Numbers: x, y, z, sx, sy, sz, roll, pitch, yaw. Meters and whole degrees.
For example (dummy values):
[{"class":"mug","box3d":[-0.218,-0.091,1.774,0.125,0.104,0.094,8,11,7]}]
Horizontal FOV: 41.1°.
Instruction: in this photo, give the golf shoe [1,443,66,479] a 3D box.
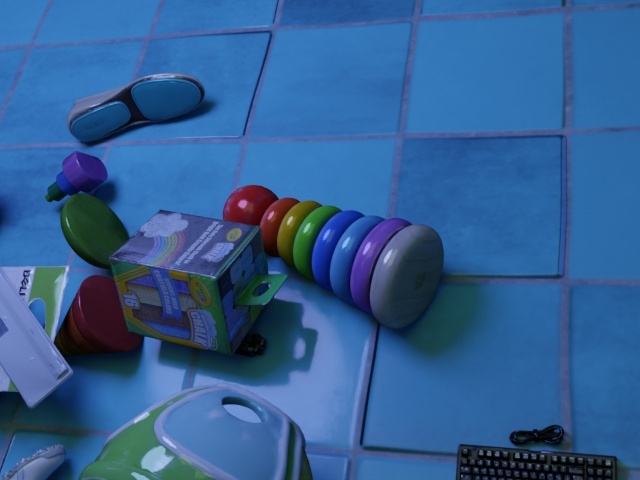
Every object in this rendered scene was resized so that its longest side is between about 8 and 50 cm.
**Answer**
[{"class":"golf shoe","box3d":[-0.391,0.343,1.111,0.176,0.069,0.086,-41,76,-8]}]

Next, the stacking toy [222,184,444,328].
[{"class":"stacking toy","box3d":[0.000,0.000,1.182,0.330,0.141,0.141,23,66,34]}]

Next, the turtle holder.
[{"class":"turtle holder","box3d":[-0.099,0.293,0.944,0.320,0.243,0.227,9,43,31]}]

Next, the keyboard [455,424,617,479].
[{"class":"keyboard","box3d":[0.249,0.264,0.992,0.180,0.023,0.108,1,58,16]}]

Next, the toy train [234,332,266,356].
[{"class":"toy train","box3d":[-0.150,0.136,1.187,0.158,0.027,0.036,9,71,21]}]

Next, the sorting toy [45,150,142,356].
[{"class":"sorting toy","box3d":[-0.369,0.032,1.285,0.126,0.127,0.366,-33,54,22]}]

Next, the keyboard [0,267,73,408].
[{"class":"keyboard","box3d":[-0.428,0.111,1.161,0.072,0.014,0.256,-43,65,-1]}]

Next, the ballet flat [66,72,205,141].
[{"class":"ballet flat","box3d":[-0.313,-0.239,1.450,0.248,0.086,0.086,-14,55,8]}]

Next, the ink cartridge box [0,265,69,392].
[{"class":"ink cartridge box","box3d":[-0.468,0.137,1.219,0.255,0.097,0.189,-1,67,15]}]

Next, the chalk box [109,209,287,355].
[{"class":"chalk box","box3d":[-0.150,0.058,1.152,0.213,0.132,0.132,11,37,22]}]
